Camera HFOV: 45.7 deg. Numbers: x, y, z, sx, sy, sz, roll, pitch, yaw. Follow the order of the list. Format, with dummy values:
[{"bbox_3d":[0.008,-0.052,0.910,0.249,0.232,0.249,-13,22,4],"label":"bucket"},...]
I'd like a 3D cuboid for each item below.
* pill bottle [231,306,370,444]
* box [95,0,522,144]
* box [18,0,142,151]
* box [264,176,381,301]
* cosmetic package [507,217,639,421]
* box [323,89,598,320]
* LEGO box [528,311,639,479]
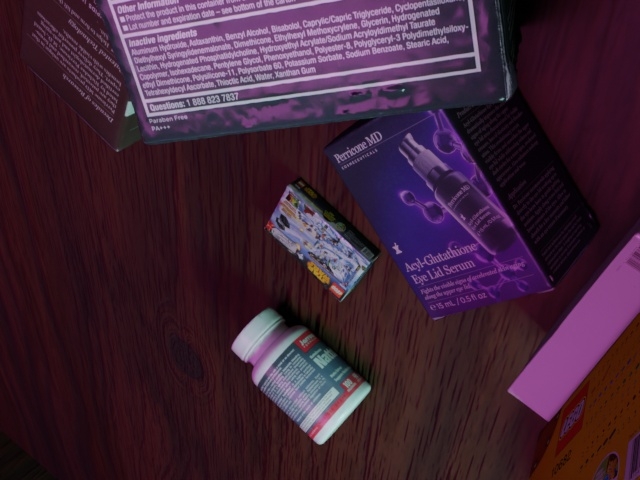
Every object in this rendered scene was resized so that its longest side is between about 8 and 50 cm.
[{"bbox_3d":[-0.030,0.179,1.039,0.180,0.108,0.108,41,140,11],"label":"pill bottle"},{"bbox_3d":[-0.016,-0.253,0.561,0.296,0.182,0.294,-4,121,19],"label":"box"},{"bbox_3d":[-0.197,-0.244,0.814,0.167,0.168,0.203,43,141,9],"label":"box"},{"bbox_3d":[0.000,0.000,0.931,0.137,0.027,0.094,44,139,9],"label":"box"},{"bbox_3d":[0.260,0.063,0.679,0.060,0.099,0.239,35,139,14],"label":"cosmetic package"},{"bbox_3d":[0.129,-0.048,0.706,0.153,0.108,0.207,-26,101,51],"label":"box"},{"bbox_3d":[0.393,0.150,0.473,0.373,0.193,0.500,24,136,6],"label":"LEGO box"}]
